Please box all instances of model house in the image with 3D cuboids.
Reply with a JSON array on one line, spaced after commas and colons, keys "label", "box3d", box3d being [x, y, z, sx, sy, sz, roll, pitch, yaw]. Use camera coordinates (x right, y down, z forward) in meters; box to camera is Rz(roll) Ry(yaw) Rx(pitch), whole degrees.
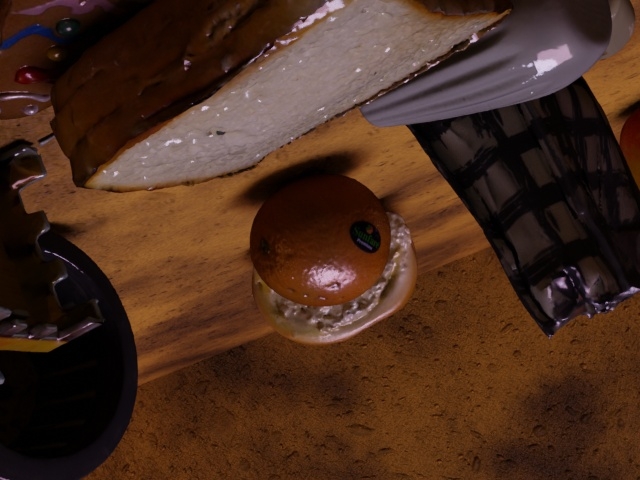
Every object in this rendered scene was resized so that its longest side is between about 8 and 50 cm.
[{"label": "model house", "box3d": [-0.334, 0.027, 0.702, 0.215, 0.198, 0.224, -27, 168, 6]}]

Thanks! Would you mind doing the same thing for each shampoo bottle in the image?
[{"label": "shampoo bottle", "box3d": [0.277, -0.228, 0.883, 0.079, 0.079, 0.162, -26, 168, 25]}]

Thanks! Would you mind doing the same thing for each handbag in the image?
[{"label": "handbag", "box3d": [0.262, -0.068, 0.994, 0.162, 0.327, 0.325, -32, 166, 29]}]

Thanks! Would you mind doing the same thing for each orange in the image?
[{"label": "orange", "box3d": [0.000, 0.000, 1.207, 0.206, 0.206, 0.206, -20, 169, -4]}]

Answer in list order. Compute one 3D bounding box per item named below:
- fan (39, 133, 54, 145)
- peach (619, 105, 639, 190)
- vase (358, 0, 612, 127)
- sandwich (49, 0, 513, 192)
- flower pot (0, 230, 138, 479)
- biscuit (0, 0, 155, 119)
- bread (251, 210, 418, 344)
[{"label": "fan", "box3d": [-0.222, -0.104, 0.780, 0.083, 0.004, 0.056, -25, 169, 21]}, {"label": "peach", "box3d": [0.642, -0.157, 1.509, 0.231, 0.231, 0.231, -20, 169, -4]}, {"label": "vase", "box3d": [0.134, -0.173, 0.798, 0.248, 0.128, 0.128, -18, 173, 44]}, {"label": "sandwich", "box3d": [-0.036, -0.140, 0.656, 0.301, 0.099, 0.271, -26, 172, 31]}, {"label": "flower pot", "box3d": [-0.434, 0.169, 1.020, 0.330, 0.293, 0.293, -21, 170, 28]}, {"label": "biscuit", "box3d": [-0.194, -0.136, 0.619, 0.138, 0.031, 0.205, -10, 166, -43]}, {"label": "bread", "box3d": [0.037, 0.081, 1.611, 0.316, 0.211, 0.270, -18, 170, 1]}]
